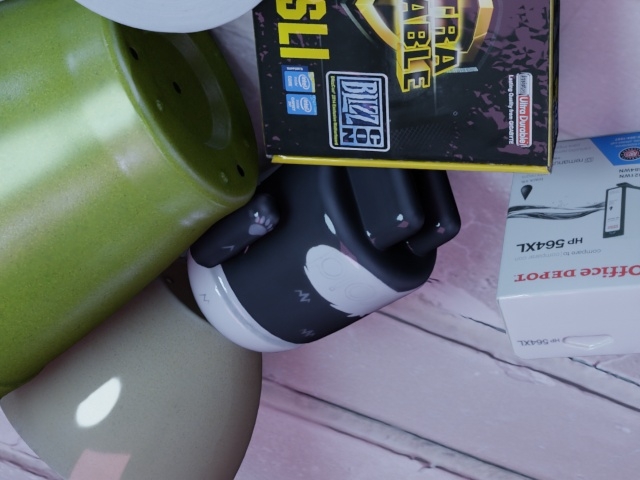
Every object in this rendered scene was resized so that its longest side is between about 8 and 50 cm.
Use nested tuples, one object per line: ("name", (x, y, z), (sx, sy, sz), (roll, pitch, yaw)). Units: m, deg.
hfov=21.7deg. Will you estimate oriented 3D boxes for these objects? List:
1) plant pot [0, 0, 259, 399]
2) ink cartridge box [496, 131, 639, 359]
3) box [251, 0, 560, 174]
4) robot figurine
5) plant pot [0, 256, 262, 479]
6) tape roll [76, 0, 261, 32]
("plant pot", (-0.258, -0.066, 1.510), (0.353, 0.366, 0.366), (-26, 124, 19))
("ink cartridge box", (0.248, 0.003, 1.522), (0.148, 0.203, 0.086), (-6, 133, 19))
("box", (0.071, -0.214, 1.403), (0.257, 0.079, 0.322), (4, 125, 12))
("robot figurine", (-0.002, -0.002, 1.605), (0.278, 0.174, 0.209), (-29, 118, 35))
("plant pot", (-0.168, 0.128, 1.733), (0.284, 0.284, 0.191), (32, 108, -18))
("tape roll", (-0.124, -0.268, 1.287), (0.219, 0.072, 0.219), (6, 135, 6))
